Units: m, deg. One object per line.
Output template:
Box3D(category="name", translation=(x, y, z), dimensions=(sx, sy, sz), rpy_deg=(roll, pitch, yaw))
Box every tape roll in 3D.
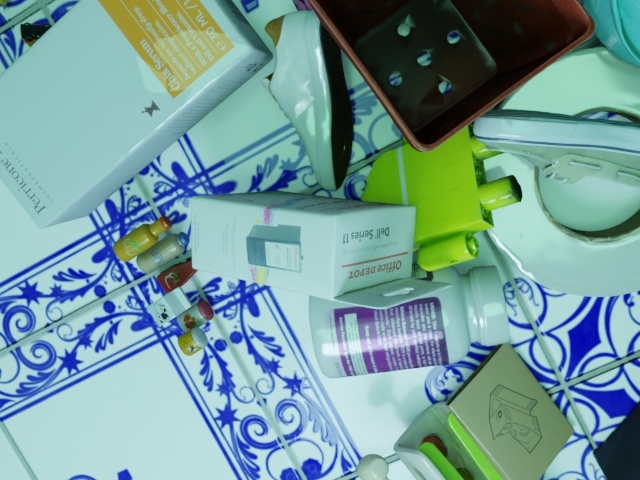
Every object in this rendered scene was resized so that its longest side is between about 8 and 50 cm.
Box3D(category="tape roll", translation=(0.435, -0.105, 1.074), dimensions=(0.391, 0.072, 0.393), rpy_deg=(1, 101, 7))

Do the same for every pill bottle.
Box3D(category="pill bottle", translation=(0.143, 0.123, 1.104), dimensions=(0.301, 0.169, 0.170), rpy_deg=(-9, 99, 10))

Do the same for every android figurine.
Box3D(category="android figurine", translation=(0.174, -0.077, 1.062), dimensions=(0.272, 0.056, 0.249), rpy_deg=(-21, 64, 35))

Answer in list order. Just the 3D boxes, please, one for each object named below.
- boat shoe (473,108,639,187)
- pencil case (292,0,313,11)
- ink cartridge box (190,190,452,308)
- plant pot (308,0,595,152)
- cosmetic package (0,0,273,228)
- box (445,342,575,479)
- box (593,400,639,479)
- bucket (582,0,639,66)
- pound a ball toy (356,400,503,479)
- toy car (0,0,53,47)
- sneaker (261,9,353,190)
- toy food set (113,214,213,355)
Box3D(category="boat shoe", translation=(0.354, -0.125, 0.958), dimensions=(0.302, 0.109, 0.094), rpy_deg=(4, 107, -14))
Box3D(category="pencil case", translation=(0.058, -0.403, 1.055), dimensions=(0.209, 0.095, 0.098), rpy_deg=(-33, 75, 15))
Box3D(category="ink cartridge box", translation=(0.000, 0.000, 1.008), dimensions=(0.353, 0.207, 0.119), rpy_deg=(10, 102, 37))
Box3D(category="plant pot", translation=(0.160, -0.285, 0.951), dimensions=(0.267, 0.236, 0.267), rpy_deg=(-36, 88, 1))
Box3D(category="cosmetic package", translation=(-0.328, -0.248, 1.104), dimensions=(0.453, 0.161, 0.230), rpy_deg=(-38, 94, 13))
Box3D(category="box", translation=(0.320, 0.297, 1.138), dimensions=(0.164, 0.021, 0.201), rpy_deg=(-40, 95, -28))
Box3D(category="box", translation=(0.659, 0.354, 1.073), dimensions=(0.296, 0.183, 0.294), rpy_deg=(34, 104, 1))
Box3D(category="bucket", translation=(0.505, -0.373, 0.923), dimensions=(0.280, 0.183, 0.282), rpy_deg=(0, 82, 2))
Box3D(category="pound a ball toy", translation=(0.214, 0.426, 1.151), dimensions=(0.208, 0.135, 0.319), rpy_deg=(-40, 94, -23))
Box3D(category="toy car", translation=(-0.504, -0.379, 1.176), dimensions=(0.122, 0.060, 0.040), rpy_deg=(59, 147, 11))
Box3D(category="sneaker", translation=(-0.022, -0.218, 1.088), dimensions=(0.123, 0.106, 0.290), rpy_deg=(4, 120, 23))
Box3D(category="toy food set", translation=(-0.240, 0.072, 1.175), dimensions=(0.104, 0.111, 0.232), rpy_deg=(-32, 92, 12))
